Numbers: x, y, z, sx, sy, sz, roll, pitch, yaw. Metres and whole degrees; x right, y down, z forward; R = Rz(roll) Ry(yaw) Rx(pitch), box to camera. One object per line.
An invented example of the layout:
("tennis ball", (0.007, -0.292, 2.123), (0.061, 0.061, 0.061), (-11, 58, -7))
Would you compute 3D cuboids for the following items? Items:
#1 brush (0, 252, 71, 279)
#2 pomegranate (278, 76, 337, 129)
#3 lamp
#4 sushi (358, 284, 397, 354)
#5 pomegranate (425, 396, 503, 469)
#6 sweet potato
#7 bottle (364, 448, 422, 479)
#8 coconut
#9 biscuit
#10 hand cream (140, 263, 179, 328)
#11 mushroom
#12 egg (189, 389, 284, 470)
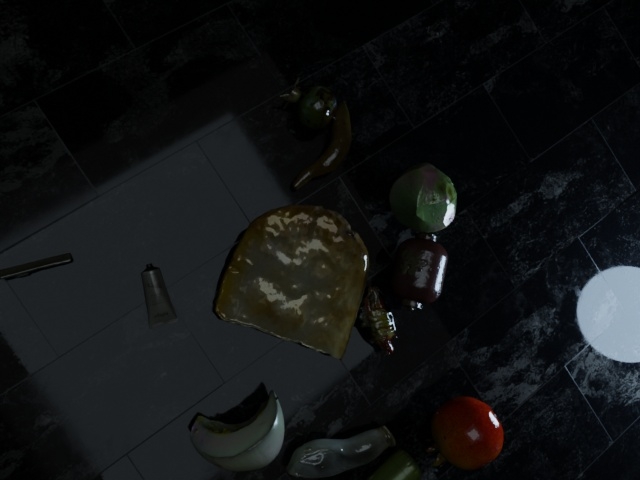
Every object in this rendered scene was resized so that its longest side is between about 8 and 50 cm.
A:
("brush", (-0.797, 0.076, 1.586), (0.190, 0.028, 0.034), (-17, 52, -21))
("pomegranate", (-0.028, -0.432, 1.809), (0.169, 0.148, 0.148), (35, 73, 26))
("lamp", (0.310, 0.101, 1.819), (0.180, 0.180, 0.258), (17, 82, -13))
("sushi", (0.175, 0.257, 1.800), (0.097, 0.103, 0.226), (-14, 84, -43))
("pomegranate", (0.441, 0.612, 1.773), (0.221, 0.221, 0.257), (43, 103, -7))
("sweet potato", (0.034, -0.292, 1.835), (0.108, 0.079, 0.346), (27, 77, 18))
("bottle", (0.187, 0.765, 1.733), (0.260, 0.112, 0.112), (-38, 94, -16))
("coconut", (0.331, -0.139, 1.816), (0.204, 0.236, 0.236), (-3, 83, 23))
("biscuit", (-0.071, 0.107, 1.702), (0.429, 0.104, 0.446), (15, 98, -10))
("hand cream", (-0.480, 0.159, 1.655), (0.087, 0.054, 0.186), (-14, 94, -12))
("mushroom", (0.066, 0.647, 1.727), (0.351, 0.097, 0.109), (-5, 88, -20))
("egg", (-0.211, 0.573, 1.614), (0.271, 0.206, 0.162), (-25, 123, -8))
